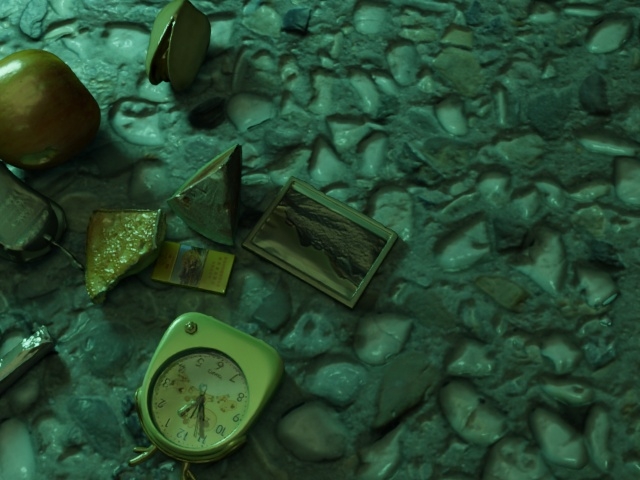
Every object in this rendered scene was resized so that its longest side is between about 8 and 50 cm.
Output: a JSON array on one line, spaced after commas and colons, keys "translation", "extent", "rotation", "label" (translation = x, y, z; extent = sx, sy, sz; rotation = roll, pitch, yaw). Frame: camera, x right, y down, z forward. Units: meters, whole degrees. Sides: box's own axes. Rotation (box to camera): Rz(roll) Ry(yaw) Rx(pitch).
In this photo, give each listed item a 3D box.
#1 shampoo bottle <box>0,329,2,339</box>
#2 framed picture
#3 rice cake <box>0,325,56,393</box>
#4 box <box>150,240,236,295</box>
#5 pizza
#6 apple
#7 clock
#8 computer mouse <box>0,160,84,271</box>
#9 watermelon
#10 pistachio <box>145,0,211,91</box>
[{"translation": [-0.741, 0.206, 1.689], "extent": [0.262, 0.085, 0.085], "rotation": [-12, 67, -5], "label": "shampoo bottle"}, {"translation": [0.000, 0.000, 1.800], "extent": [0.265, 0.018, 0.192], "rotation": [29, 69, 13], "label": "framed picture"}, {"translation": [-0.613, 0.268, 1.680], "extent": [0.270, 0.049, 0.055], "rotation": [-44, 51, -16], "label": "rice cake"}, {"translation": [-0.255, 0.055, 1.778], "extent": [0.155, 0.023, 0.087], "rotation": [11, 70, 6], "label": "box"}, {"translation": [-0.386, 0.031, 1.765], "extent": [0.188, 0.080, 0.204], "rotation": [-4, 68, 24], "label": "pizza"}, {"translation": [-0.592, -0.258, 1.815], "extent": [0.241, 0.242, 0.242], "rotation": [-39, 71, -11], "label": "apple"}, {"translation": [-0.223, 0.302, 1.632], "extent": [0.235, 0.096, 0.308], "rotation": [25, 70, 10], "label": "clock"}, {"translation": [-0.631, -0.042, 1.797], "extent": [0.379, 0.090, 0.167], "rotation": [36, 67, 2], "label": "computer mouse"}, {"translation": [-0.186, -0.107, 1.784], "extent": [0.136, 0.202, 0.207], "rotation": [38, 70, -26], "label": "watermelon"}, {"translation": [-0.312, -0.425, 1.927], "extent": [0.129, 0.131, 0.206], "rotation": [9, 72, 14], "label": "pistachio"}]
